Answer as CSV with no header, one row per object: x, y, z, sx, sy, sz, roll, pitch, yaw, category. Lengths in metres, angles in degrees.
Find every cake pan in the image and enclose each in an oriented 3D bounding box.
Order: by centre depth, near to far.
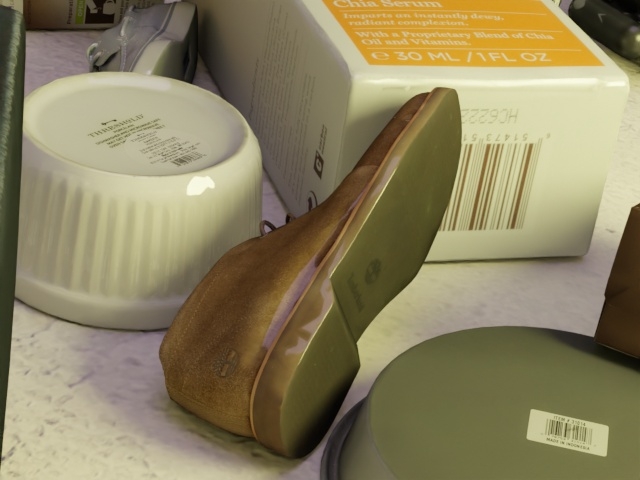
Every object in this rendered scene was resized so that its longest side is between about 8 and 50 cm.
0.148,0.142,1.083,0.293,0.054,0.293,7,29,-4,cake pan

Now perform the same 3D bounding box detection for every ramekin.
-0.136,-0.037,1.258,0.207,0.109,0.207,7,29,-4,ramekin

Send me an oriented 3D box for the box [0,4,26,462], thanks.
-0.379,0.093,0.772,0.471,0.297,0.480,3,30,-8,box

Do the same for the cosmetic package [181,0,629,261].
0.049,-0.163,1.478,0.230,0.162,0.453,-2,31,-20,cosmetic package

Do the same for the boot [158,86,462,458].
0.000,0.000,1.172,0.115,0.112,0.305,14,51,28,boot

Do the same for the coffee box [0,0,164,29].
-0.303,-0.277,1.616,0.297,0.119,0.168,-4,33,-23,coffee box

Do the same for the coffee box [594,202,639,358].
0.294,0.025,1.227,0.141,0.098,0.246,19,16,18,coffee box

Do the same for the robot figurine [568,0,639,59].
0.368,-0.255,1.724,0.173,0.209,0.278,25,16,-37,robot figurine

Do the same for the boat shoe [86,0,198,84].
-0.154,-0.144,1.483,0.081,0.079,0.227,1,24,5,boat shoe

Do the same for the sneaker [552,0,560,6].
0.191,-0.224,1.711,0.078,0.106,0.234,29,59,8,sneaker
